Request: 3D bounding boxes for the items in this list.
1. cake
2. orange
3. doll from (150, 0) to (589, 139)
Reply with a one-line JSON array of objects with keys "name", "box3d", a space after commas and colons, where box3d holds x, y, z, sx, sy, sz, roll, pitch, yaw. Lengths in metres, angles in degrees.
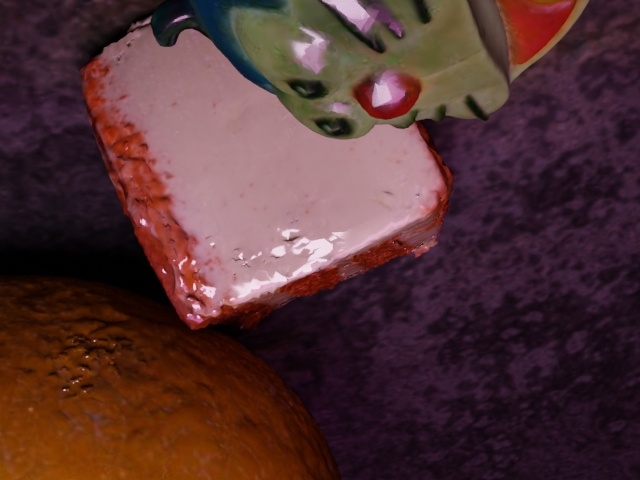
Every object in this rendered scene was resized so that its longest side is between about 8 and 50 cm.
[{"name": "cake", "box3d": [0.000, 0.000, 0.998, 0.158, 0.159, 0.262, -25, 141, 4]}, {"name": "orange", "box3d": [-0.162, 0.178, 1.028, 0.357, 0.322, 0.322, 12, 132, -20]}, {"name": "doll", "box3d": [0.069, -0.163, 0.820, 0.322, 0.186, 0.198, -25, 150, 1]}]
